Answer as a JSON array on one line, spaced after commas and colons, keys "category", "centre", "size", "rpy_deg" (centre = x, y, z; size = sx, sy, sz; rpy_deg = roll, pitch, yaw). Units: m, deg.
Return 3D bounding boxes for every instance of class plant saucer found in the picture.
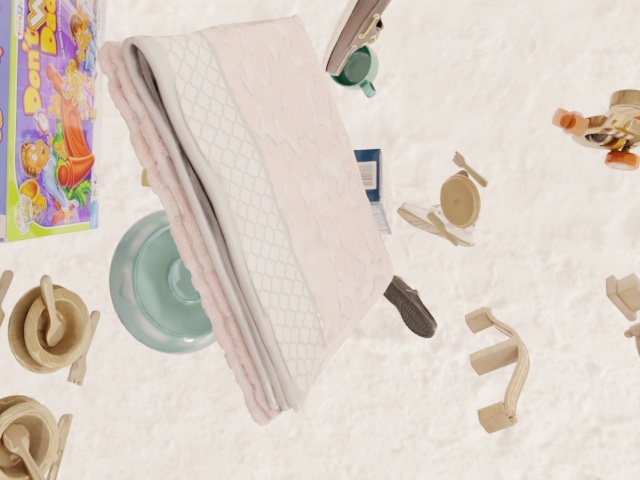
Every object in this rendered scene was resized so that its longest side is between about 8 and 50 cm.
[{"category": "plant saucer", "centre": [-0.288, 0.084, 1.211], "size": [0.044, 0.318, 0.317], "rpy_deg": [-12, 108, 49]}]

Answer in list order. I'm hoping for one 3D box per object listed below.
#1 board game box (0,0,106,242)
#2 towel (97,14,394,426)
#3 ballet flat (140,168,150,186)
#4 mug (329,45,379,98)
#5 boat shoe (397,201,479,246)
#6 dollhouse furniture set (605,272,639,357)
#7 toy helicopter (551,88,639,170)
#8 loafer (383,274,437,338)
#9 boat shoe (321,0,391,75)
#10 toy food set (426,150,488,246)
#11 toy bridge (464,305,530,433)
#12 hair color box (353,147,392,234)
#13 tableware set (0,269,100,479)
[{"category": "board game box", "centre": [-0.348, -0.180, 0.685], "size": [0.078, 0.233, 0.347], "rpy_deg": [4, 96, 1]}, {"category": "towel", "centre": [-0.031, -0.049, 0.553], "size": [0.053, 0.317, 0.331], "rpy_deg": [-13, 106, 27]}, {"category": "ballet flat", "centre": [-0.393, -0.143, 1.595], "size": [0.232, 0.080, 0.073], "rpy_deg": [22, 110, -12]}, {"category": "mug", "centre": [0.094, -0.464, 1.544], "size": [0.130, 0.097, 0.157], "rpy_deg": [3, 97, 22]}, {"category": "boat shoe", "centre": [0.366, -0.069, 1.743], "size": [0.277, 0.098, 0.096], "rpy_deg": [23, 82, -17]}, {"category": "dollhouse furniture set", "centre": [0.396, 0.273, 0.660], "size": [0.355, 0.303, 0.174], "rpy_deg": [47, 127, -6]}, {"category": "toy helicopter", "centre": [0.692, -0.290, 1.364], "size": [0.235, 0.355, 0.140], "rpy_deg": [16, 87, 16]}, {"category": "loafer", "centre": [0.248, 0.166, 1.524], "size": [0.220, 0.078, 0.080], "rpy_deg": [53, 142, 30]}, {"category": "boat shoe", "centre": [0.094, -0.475, 1.197], "size": [0.097, 0.116, 0.324], "rpy_deg": [23, 135, -8]}, {"category": "toy food set", "centre": [0.316, -0.091, 1.266], "size": [0.132, 0.039, 0.192], "rpy_deg": [54, 144, 35]}, {"category": "toy bridge", "centre": [0.203, 0.132, 0.645], "size": [0.063, 0.188, 0.026], "rpy_deg": [-29, 110, 23]}, {"category": "hair color box", "centre": [0.162, -0.143, 1.782], "size": [0.105, 0.347, 0.173], "rpy_deg": [-1, 76, 12]}, {"category": "tableware set", "centre": [-0.255, 0.131, 0.513], "size": [0.039, 0.194, 0.128], "rpy_deg": [-4, 153, 23]}]
